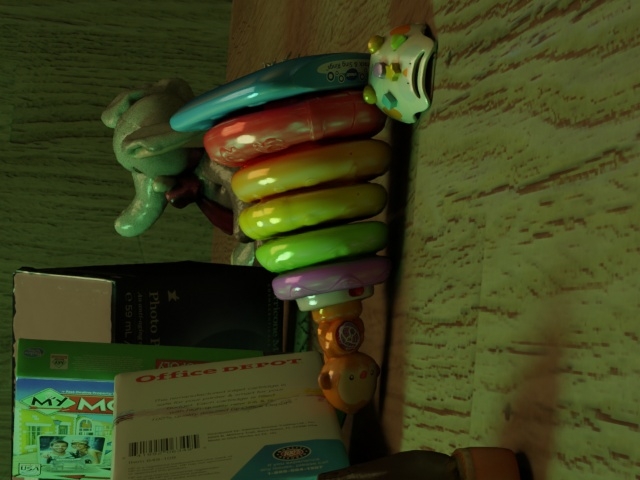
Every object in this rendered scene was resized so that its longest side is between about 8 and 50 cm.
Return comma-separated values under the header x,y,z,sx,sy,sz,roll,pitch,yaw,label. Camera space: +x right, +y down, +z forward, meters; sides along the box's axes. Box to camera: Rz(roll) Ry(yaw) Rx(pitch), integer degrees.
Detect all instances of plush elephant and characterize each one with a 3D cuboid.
x,y,z,sx,sy,sz,roll,pitch,yaw,label
-0.162,-0.090,2.376,0.272,0.255,0.330,-112,28,-74,plush elephant

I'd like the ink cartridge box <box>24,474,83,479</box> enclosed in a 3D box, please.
x,y,z,sx,sy,sz,roll,pitch,yaw,label
-0.160,0.285,1.922,0.072,0.304,0.307,127,149,-51,ink cartridge box

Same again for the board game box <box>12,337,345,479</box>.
x,y,z,sx,sy,sz,roll,pitch,yaw,label
-0.141,0.175,1.798,0.213,0.317,0.046,105,166,-56,board game box

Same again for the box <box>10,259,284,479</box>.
x,y,z,sx,sy,sz,roll,pitch,yaw,label
-0.199,0.177,2.167,0.183,0.294,0.296,4,95,39,box

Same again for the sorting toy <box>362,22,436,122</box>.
x,y,z,sx,sy,sz,roll,pitch,yaw,label
0.072,-0.136,1.483,0.075,0.045,0.083,16,102,63,sorting toy

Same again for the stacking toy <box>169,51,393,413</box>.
x,y,z,sx,sy,sz,roll,pitch,yaw,label
0.000,0.000,1.565,0.166,0.175,0.302,-15,85,49,stacking toy

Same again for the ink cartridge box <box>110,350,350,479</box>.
x,y,z,sx,sy,sz,roll,pitch,yaw,label
-0.074,0.241,1.596,0.270,0.198,0.197,-105,9,-71,ink cartridge box

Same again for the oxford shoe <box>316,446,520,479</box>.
x,y,z,sx,sy,sz,roll,pitch,yaw,label
0.027,0.248,1.166,0.130,0.133,0.363,-93,11,-45,oxford shoe
